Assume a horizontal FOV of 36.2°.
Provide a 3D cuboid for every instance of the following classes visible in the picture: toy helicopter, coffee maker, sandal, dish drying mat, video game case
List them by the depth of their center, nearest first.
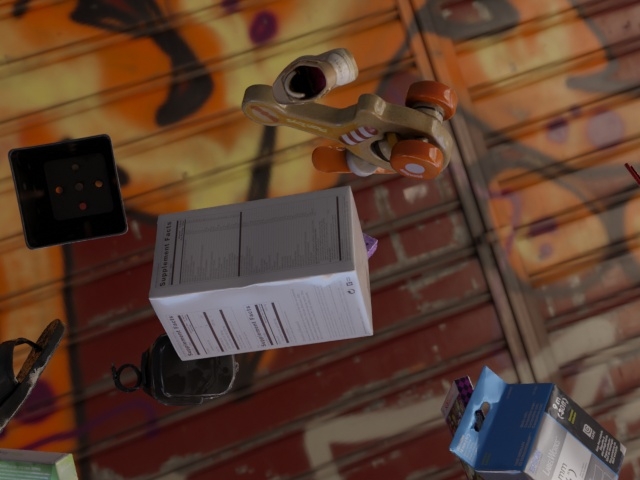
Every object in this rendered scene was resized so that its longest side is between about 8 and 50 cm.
[{"bbox_3d":[0.372,-0.058,1.119,0.008,0.032,0.083,-37,-147,16],"label":"dish drying mat"},{"bbox_3d":[-0.217,0.198,1.452,0.171,0.120,0.178,-24,176,-13],"label":"coffee maker"},{"bbox_3d":[0.042,-0.182,1.623,0.355,0.140,0.235,15,160,-1],"label":"toy helicopter"},{"bbox_3d":[-0.649,0.302,1.942,0.167,0.107,0.446,-34,-159,45],"label":"sandal"},{"bbox_3d":[0.336,0.441,2.162,0.041,0.232,0.210,-15,154,-9],"label":"video game case"}]

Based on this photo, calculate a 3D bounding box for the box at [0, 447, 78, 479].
[{"bbox_3d":[-0.597,0.601,2.083,0.232,0.322,0.058,-2,-165,28],"label":"box"}]

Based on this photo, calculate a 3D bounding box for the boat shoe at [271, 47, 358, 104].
[{"bbox_3d":[-0.023,-0.210,1.285,0.059,0.063,0.170,-29,-171,-33],"label":"boat shoe"}]

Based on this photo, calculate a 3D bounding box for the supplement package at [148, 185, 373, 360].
[{"bbox_3d":[-0.069,0.041,1.192,0.244,0.134,0.139,-8,-132,8],"label":"supplement package"}]

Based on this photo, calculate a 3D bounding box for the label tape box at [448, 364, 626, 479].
[{"bbox_3d":[0.448,0.425,1.989,0.106,0.333,0.241,-38,-166,47],"label":"label tape box"}]

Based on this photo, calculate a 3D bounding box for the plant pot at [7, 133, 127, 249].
[{"bbox_3d":[-0.472,-0.097,1.870,0.188,0.188,0.167,-10,-173,-7],"label":"plant pot"}]

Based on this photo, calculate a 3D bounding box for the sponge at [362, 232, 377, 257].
[{"bbox_3d":[0.000,0.000,2.014,0.210,0.031,0.117,27,-126,21],"label":"sponge"}]
